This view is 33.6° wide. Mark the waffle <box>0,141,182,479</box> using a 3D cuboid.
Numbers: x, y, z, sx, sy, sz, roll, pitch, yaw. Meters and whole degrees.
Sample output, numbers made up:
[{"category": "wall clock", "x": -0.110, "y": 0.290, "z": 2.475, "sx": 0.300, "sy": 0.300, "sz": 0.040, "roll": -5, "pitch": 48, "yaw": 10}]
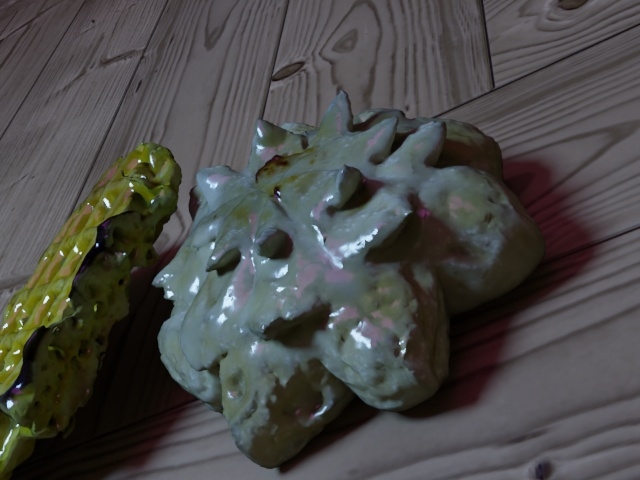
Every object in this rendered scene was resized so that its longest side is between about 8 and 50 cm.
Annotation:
[{"category": "waffle", "x": -0.210, "y": 0.070, "z": 0.818, "sx": 0.307, "sy": 0.060, "sz": 0.312, "roll": -44, "pitch": 24, "yaw": 33}]

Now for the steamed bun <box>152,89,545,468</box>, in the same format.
[{"category": "steamed bun", "x": 0.000, "y": 0.000, "z": 0.709, "sx": 0.292, "sy": 0.137, "sz": 0.295, "roll": -3, "pitch": 40, "yaw": 42}]
